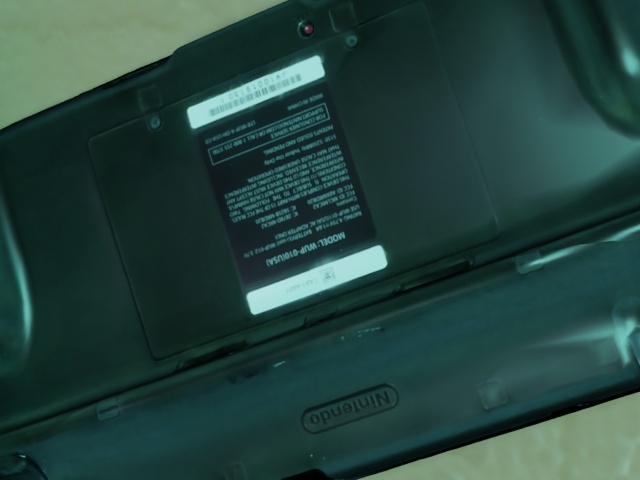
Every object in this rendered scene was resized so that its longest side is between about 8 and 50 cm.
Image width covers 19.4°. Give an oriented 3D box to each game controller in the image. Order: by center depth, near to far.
[{"bbox_3d":[0.000,0.000,0.657,0.319,0.067,0.166,-20,75,22],"label":"game controller"}]
